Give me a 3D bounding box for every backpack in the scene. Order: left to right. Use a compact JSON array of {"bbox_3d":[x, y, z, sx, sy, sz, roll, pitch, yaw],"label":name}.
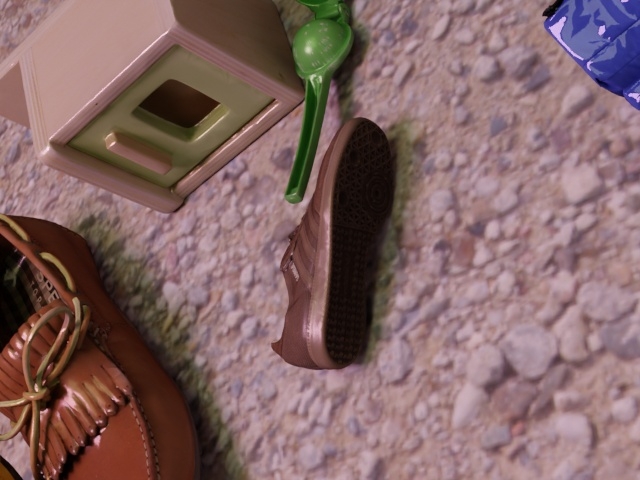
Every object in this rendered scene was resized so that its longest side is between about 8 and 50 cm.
[{"bbox_3d":[0.216,-0.140,0.754,0.120,0.098,0.101,-45,77,19],"label":"backpack"}]

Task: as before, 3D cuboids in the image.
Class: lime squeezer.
[{"bbox_3d":[-0.012,-0.181,0.974,0.059,0.110,0.310,-12,84,20],"label":"lime squeezer"}]

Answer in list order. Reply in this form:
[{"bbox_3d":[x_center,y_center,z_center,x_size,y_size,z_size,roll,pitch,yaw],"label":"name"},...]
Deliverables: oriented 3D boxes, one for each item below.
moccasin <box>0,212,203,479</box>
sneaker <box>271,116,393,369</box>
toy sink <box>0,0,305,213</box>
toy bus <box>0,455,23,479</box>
[{"bbox_3d":[-0.209,0.103,0.997,0.139,0.147,0.380,-46,48,18],"label":"moccasin"},{"bbox_3d":[0.000,0.000,0.908,0.071,0.066,0.188,-3,70,43],"label":"sneaker"},{"bbox_3d":[-0.155,-0.119,1.040,0.234,0.153,0.131,-36,52,25],"label":"toy sink"},{"bbox_3d":[-0.249,0.292,0.955,0.211,0.149,0.220,34,139,18],"label":"toy bus"}]
